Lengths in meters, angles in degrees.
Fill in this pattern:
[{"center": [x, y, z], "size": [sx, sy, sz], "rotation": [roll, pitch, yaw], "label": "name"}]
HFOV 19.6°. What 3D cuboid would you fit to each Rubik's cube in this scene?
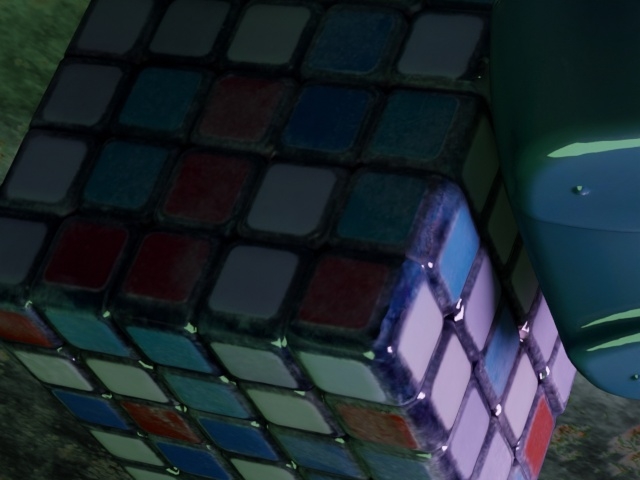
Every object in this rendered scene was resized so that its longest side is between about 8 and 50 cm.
[{"center": [0.000, 0.000, 1.153], "size": [0.286, 0.292, 0.293], "rotation": [9, 153, 27], "label": "Rubik's cube"}]

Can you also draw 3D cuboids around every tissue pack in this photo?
[{"center": [0.200, -0.060, 0.991], "size": [0.198, 0.206, 0.287], "rotation": [-5, 147, 19], "label": "tissue pack"}]
